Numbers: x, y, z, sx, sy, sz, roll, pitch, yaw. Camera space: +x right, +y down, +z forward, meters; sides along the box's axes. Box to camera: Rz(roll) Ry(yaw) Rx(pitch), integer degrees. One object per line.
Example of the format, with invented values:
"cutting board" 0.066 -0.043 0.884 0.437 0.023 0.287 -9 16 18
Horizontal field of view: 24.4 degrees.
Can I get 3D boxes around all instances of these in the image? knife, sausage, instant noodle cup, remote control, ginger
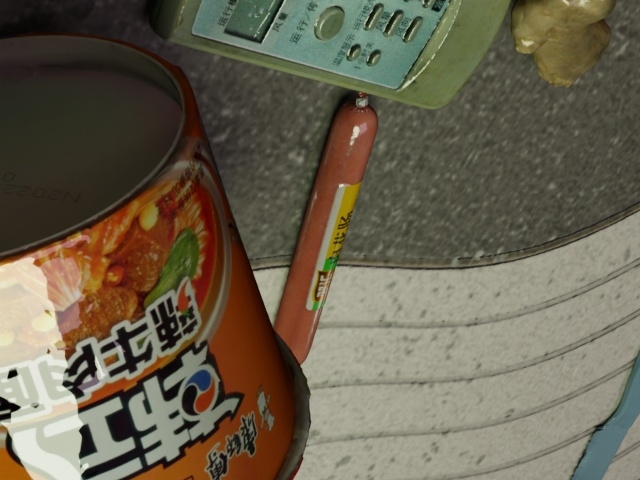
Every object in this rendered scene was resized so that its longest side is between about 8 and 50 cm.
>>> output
"knife" 0.266 0.177 1.354 0.044 0.019 0.313 -2 127 -30
"sausage" 0.000 0.000 0.956 0.029 0.029 0.223 -10 131 -34
"instant noodle cup" -0.138 0.029 0.717 0.250 0.250 0.192 -25 130 -21
"remote control" 0.014 -0.136 0.840 0.233 0.038 0.098 9 118 -43
"ginger" 0.178 -0.191 0.888 0.149 0.065 0.258 -39 153 -16
